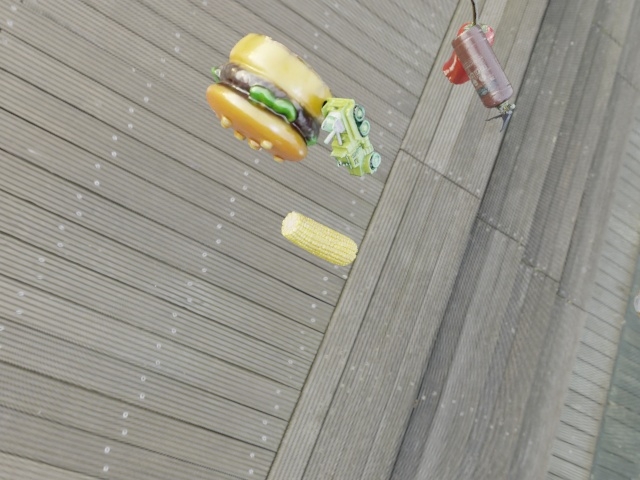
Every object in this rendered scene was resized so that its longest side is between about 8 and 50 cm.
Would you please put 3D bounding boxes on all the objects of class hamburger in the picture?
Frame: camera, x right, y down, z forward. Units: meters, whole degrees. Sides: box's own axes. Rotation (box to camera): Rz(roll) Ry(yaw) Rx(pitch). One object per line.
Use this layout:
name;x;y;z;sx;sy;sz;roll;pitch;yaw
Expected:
hamburger;-0.169;-0.430;1.343;0.396;0.396;0.277;33;91;-15

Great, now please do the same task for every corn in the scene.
corn;0.000;0.000;1.255;0.244;0.093;0.093;26;76;-26

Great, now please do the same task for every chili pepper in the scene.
chili pepper;0.541;-0.694;1.492;0.135;0.338;0.131;-8;75;-1

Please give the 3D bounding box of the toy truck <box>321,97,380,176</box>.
toy truck;0.076;-0.295;1.284;0.135;0.128;0.259;-55;140;-19

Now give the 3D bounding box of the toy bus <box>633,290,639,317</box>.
toy bus;0.529;0.092;0.513;0.136;0.209;0.126;-43;113;-11

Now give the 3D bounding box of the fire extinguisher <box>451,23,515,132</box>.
fire extinguisher;0.549;-0.525;1.407;0.102;0.138;0.343;-33;96;-25
